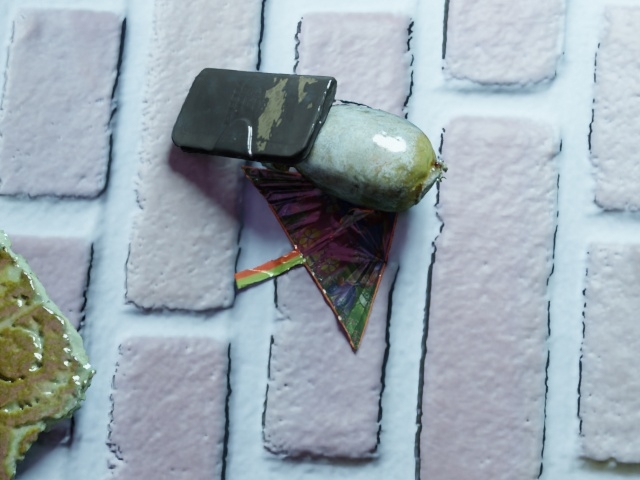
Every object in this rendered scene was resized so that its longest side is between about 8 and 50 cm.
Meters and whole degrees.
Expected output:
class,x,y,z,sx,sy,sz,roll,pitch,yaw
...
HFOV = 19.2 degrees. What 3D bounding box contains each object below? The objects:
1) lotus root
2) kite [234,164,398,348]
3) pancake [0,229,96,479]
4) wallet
class,x,y,z,sx,sy,sz,roll,pitch,yaw
lotus root,0.025,-0.072,1.551,0.165,0.088,0.088,16,77,24
kite,0.000,0.000,1.572,0.159,0.010,0.190,-33,71,-1
pancake,-0.278,0.120,1.563,0.197,0.054,0.377,-3,76,10
wallet,-0.057,-0.105,1.568,0.156,0.018,0.082,10,71,42
